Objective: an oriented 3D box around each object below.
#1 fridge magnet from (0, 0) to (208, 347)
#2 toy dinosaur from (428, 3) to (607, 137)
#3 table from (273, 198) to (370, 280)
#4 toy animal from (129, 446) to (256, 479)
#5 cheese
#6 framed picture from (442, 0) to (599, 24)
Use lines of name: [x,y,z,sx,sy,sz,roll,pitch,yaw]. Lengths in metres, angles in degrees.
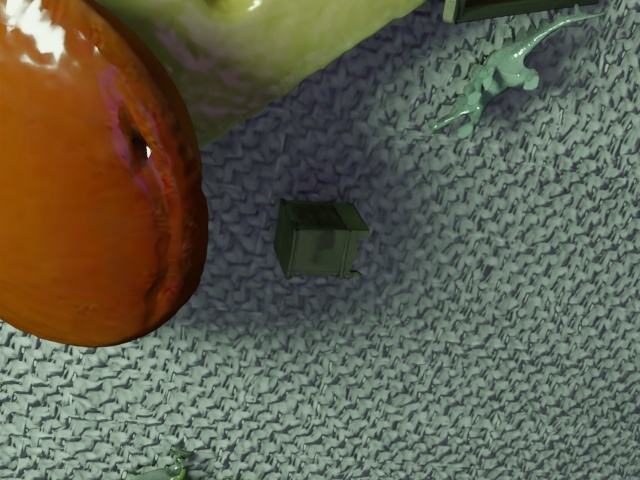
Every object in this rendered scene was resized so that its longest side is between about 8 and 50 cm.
fridge magnet: [-0.245,-0.070,0.775,0.363,0.155,0.363,17,130,22]
toy dinosaur: [0.192,-0.176,0.934,0.209,0.082,0.039,-34,114,28]
table: [0.000,0.000,0.993,0.083,0.079,0.062,1,117,-16]
toy animal: [-0.153,0.292,1.142,0.217,0.041,0.075,1,119,-18]
cheese: [-0.097,-0.290,0.796,0.384,0.104,0.384,-6,121,-10]
framed picture: [0.213,-0.355,0.818,0.232,0.024,0.315,-17,127,-39]
